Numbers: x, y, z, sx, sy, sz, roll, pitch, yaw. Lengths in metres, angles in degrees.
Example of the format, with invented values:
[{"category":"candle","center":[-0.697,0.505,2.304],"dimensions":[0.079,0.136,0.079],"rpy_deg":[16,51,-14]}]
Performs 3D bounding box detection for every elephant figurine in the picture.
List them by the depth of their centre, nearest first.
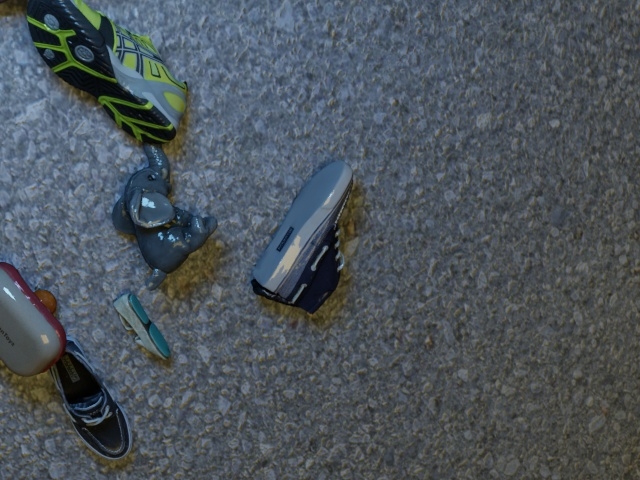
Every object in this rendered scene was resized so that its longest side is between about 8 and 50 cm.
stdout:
[{"category":"elephant figurine","center":[-0.341,-0.064,1.909],"dimensions":[0.169,0.186,0.239],"rpy_deg":[-37,103,25]}]

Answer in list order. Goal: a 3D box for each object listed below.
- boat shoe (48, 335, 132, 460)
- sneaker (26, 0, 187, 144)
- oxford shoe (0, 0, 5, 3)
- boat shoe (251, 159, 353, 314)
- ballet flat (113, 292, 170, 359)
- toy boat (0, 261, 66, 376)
[{"category":"boat shoe","center":[-0.472,0.336,1.946],"dimensions":[0.108,0.102,0.301],"rpy_deg":[-26,108,-15]},{"category":"sneaker","center":[-0.403,-0.353,1.810],"dimensions":[0.385,0.145,0.147],"rpy_deg":[50,46,-39]},{"category":"oxford shoe","center":[-0.617,-0.603,1.697],"dimensions":[0.130,0.132,0.364],"rpy_deg":[0,81,-64]},{"category":"boat shoe","center":[0.000,0.000,2.065],"dimensions":[0.158,0.127,0.340],"rpy_deg":[32,96,-30]},{"category":"ballet flat","center":[-0.377,0.185,1.989],"dimensions":[0.052,0.057,0.168],"rpy_deg":[-25,106,14]},{"category":"toy boat","center":[-0.578,0.141,1.856],"dimensions":[0.151,0.151,0.231],"rpy_deg":[-39,92,30]}]
